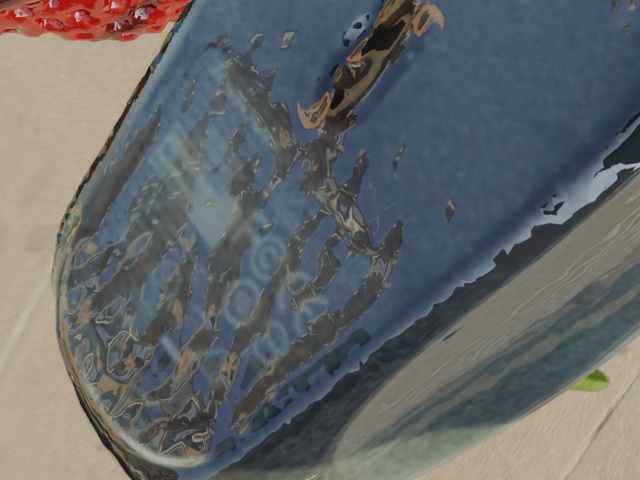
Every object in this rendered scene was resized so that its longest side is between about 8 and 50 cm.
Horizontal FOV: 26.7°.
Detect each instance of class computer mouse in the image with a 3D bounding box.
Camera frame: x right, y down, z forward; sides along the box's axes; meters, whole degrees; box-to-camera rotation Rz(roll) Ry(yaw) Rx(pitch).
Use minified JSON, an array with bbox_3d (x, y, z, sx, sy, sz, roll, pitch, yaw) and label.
[{"bbox_3d":[0.046,-0.054,0.466,0.374,0.114,0.203,-48,59,24],"label":"computer mouse"}]

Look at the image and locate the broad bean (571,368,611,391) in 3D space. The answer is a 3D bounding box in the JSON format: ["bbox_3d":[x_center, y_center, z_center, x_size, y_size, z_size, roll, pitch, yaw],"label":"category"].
[{"bbox_3d":[0.174,0.115,1.283,0.060,0.297,0.043,18,95,51],"label":"broad bean"}]

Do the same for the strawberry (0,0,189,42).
[{"bbox_3d":[-0.243,-0.323,1.302,0.317,0.345,0.295,21,132,53],"label":"strawberry"}]
